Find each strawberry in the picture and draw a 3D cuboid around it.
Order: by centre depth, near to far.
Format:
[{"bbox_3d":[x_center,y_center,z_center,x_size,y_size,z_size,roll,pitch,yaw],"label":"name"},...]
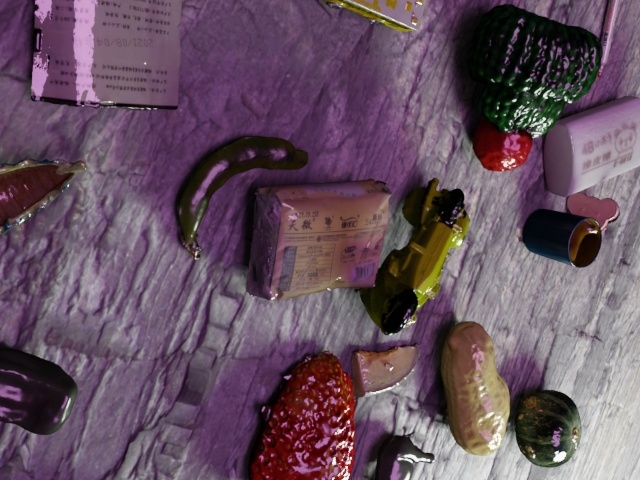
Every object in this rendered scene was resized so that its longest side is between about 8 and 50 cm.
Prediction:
[{"bbox_3d":[-0.016,0.377,1.729,0.233,0.137,0.306,2,103,-35],"label":"strawberry"}]

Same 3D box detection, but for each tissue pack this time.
[{"bbox_3d":[0.000,0.000,1.634,0.256,0.123,0.215,-8,115,-38],"label":"tissue pack"}]

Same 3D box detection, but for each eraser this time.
[{"bbox_3d":[0.639,-0.221,2.070,0.270,0.095,0.174,-20,116,-30],"label":"eraser"}]

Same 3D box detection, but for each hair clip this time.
[{"bbox_3d":[0.626,-0.034,2.103,0.138,0.123,0.102,-56,147,-15],"label":"hair clip"}]

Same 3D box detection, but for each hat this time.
[{"bbox_3d":[0.408,-0.289,1.809,0.274,0.242,0.332,8,111,-25],"label":"hat"}]

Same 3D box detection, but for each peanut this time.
[{"bbox_3d":[0.342,0.324,1.980,0.147,0.147,0.319,-21,108,-30],"label":"peanut"}]

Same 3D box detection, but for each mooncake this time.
[{"bbox_3d":[-0.457,0.228,1.347,0.168,0.175,0.104,48,63,-79],"label":"mooncake"}]

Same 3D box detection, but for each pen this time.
[{"bbox_3d":[0.661,-0.485,2.057,0.026,0.026,0.218,4,100,-37],"label":"pen"}]

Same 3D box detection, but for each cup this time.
[{"bbox_3d":[0.550,0.006,2.036,0.113,0.138,0.150,-32,119,-25],"label":"cup"}]

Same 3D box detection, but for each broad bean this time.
[{"bbox_3d":[-0.148,-0.104,1.561,0.292,0.049,0.144,-43,130,-17],"label":"broad bean"}]

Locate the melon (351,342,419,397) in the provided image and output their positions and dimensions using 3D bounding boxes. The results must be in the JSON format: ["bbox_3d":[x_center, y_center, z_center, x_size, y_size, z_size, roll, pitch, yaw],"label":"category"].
[{"bbox_3d":[0.144,0.271,1.879,0.182,0.054,0.098,-3,89,-36],"label":"melon"}]

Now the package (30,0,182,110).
[{"bbox_3d":[-0.317,-0.304,1.375,0.251,0.062,0.204,-4,106,-39],"label":"package"}]

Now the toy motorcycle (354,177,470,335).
[{"bbox_3d":[0.187,0.049,1.767,0.142,0.206,0.342,35,66,-17],"label":"toy motorcycle"}]

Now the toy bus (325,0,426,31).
[{"bbox_3d":[0.089,-0.442,1.622,0.226,0.074,0.081,14,94,-38],"label":"toy bus"}]

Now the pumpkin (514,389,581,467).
[{"bbox_3d":[0.546,0.451,2.145,0.190,0.146,0.190,-5,90,-66],"label":"pumpkin"}]

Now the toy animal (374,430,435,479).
[{"bbox_3d":[0.157,0.531,1.922,0.146,0.114,0.245,21,68,-44],"label":"toy animal"}]

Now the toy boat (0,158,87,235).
[{"bbox_3d":[-0.482,-0.050,1.302,0.293,0.099,0.108,-32,119,-17],"label":"toy boat"}]
